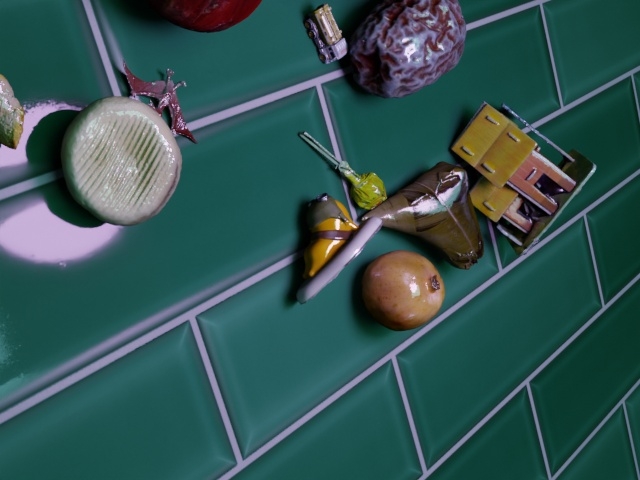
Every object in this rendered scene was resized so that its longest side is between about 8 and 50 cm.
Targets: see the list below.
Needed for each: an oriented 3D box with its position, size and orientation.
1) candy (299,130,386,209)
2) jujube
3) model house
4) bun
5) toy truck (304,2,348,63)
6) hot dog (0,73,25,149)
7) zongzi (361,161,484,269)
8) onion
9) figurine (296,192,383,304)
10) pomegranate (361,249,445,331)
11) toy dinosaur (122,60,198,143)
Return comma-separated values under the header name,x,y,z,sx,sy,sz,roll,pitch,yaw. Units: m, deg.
name,x,y,z,sx,sy,sz,roll,pitch,yaw
candy,0.048,-0.162,1.905,0.262,0.073,0.077,37,45,-29
jujube,0.201,-0.452,1.955,0.317,0.226,0.226,-36,113,-38
model house,0.482,-0.203,2.289,0.323,0.340,0.300,34,106,-13
bun,-0.346,-0.138,1.474,0.222,0.127,0.222,-8,109,-24
toy truck,0.015,-0.451,1.869,0.052,0.063,0.123,-45,119,-36
hot dog,-0.512,-0.225,1.341,0.169,0.078,0.061,66,34,-28
zongzi,0.248,-0.013,2.060,0.300,0.145,0.274,-32,117,-23
onion,-0.217,-0.500,1.524,0.276,0.276,0.276,1,88,-45
figurine,0.000,0.000,1.811,0.141,0.166,0.250,45,70,-7
pomegranate,0.189,0.112,1.942,0.191,0.191,0.191,1,88,-45
toy dinosaur,-0.289,-0.258,1.588,0.220,0.032,0.108,45,57,-37
